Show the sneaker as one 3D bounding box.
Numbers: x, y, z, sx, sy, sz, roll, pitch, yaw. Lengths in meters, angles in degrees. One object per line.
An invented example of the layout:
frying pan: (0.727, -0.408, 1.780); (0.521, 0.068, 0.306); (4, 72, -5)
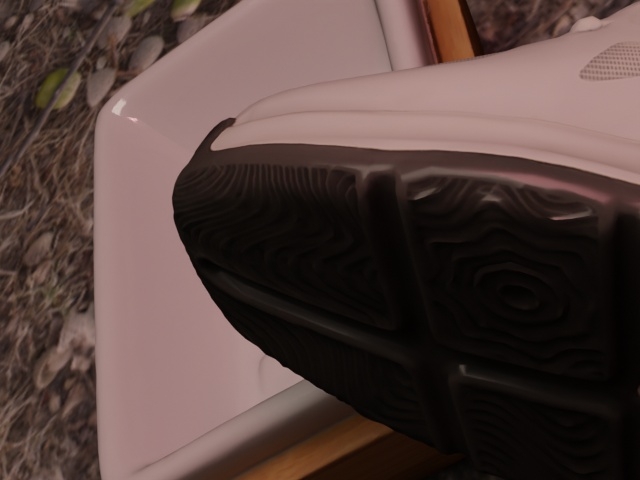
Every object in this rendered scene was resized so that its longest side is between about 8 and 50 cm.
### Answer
sneaker: (0.186, -0.045, 0.506); (0.447, 0.169, 0.257); (6, 52, 20)

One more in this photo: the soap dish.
soap dish: (0.000, 0.000, 0.712); (0.229, 0.118, 0.291); (-31, 43, 23)
